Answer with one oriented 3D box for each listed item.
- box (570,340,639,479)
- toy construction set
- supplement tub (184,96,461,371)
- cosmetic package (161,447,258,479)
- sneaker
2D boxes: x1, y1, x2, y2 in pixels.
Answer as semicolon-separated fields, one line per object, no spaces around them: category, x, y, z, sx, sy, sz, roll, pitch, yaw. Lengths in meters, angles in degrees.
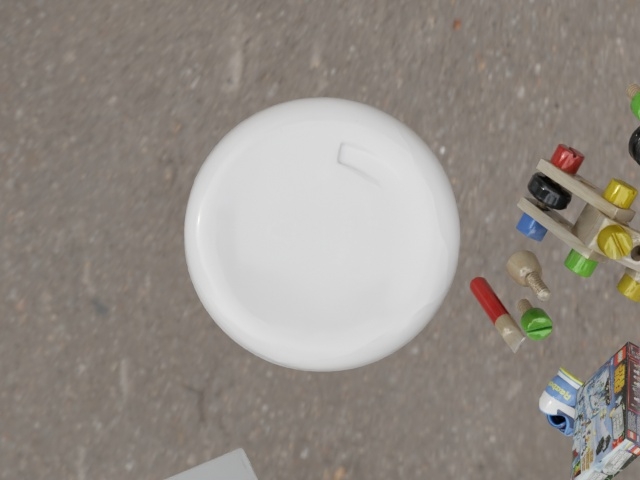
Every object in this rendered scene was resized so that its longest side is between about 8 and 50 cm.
box;0.291;0.179;1.533;0.027;0.137;0.094;28;131;-12
toy construction set;0.342;0.036;1.750;0.309;0.237;0.257;-37;123;7
supplement tub;0.000;0.000;1.375;0.228;0.316;0.228;0;87;0
cosmetic package;-0.205;0.375;1.840;0.225;0.224;0.138;-34;79;32
sneaker;0.292;0.200;1.775;0.059;0.053;0.144;-50;139;-8
